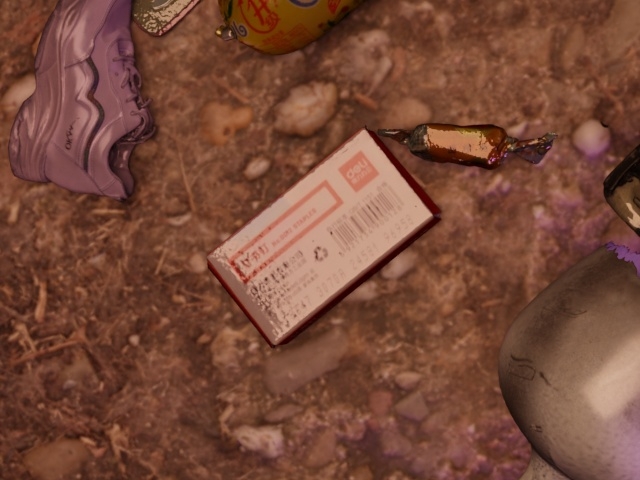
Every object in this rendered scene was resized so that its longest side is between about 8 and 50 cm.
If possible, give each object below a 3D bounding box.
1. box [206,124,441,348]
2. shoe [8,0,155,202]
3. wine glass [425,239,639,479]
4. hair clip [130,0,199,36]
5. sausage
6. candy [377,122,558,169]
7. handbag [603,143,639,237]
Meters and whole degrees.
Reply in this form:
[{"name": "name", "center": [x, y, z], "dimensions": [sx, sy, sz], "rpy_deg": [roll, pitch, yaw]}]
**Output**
[{"name": "box", "center": [0.000, 0.000, 1.733], "dimensions": [0.229, 0.050, 0.123], "rpy_deg": [-40, 81, 9]}, {"name": "shoe", "center": [-0.229, -0.160, 1.758], "dimensions": [0.138, 0.095, 0.245], "rpy_deg": [22, 98, 6]}, {"name": "wine glass", "center": [0.251, 0.174, 1.594], "dimensions": [0.238, 0.238, 0.323], "rpy_deg": [34, 102, 9]}, {"name": "hair clip", "center": [-0.145, -0.275, 1.772], "dimensions": [0.137, 0.022, 0.054], "rpy_deg": [-46, 81, 14]}, {"name": "sausage", "center": [0.032, -0.309, 1.687], "dimensions": [0.347, 0.123, 0.123], "rpy_deg": [-39, 83, 10]}, {"name": "candy", "center": [0.148, -0.096, 1.702], "dimensions": [0.182, 0.053, 0.046], "rpy_deg": [3, 92, 9]}, {"name": "handbag", "center": [0.465, -0.031, 1.518], "dimensions": [0.327, 0.325, 0.162], "rpy_deg": [50, 143, 4]}]
